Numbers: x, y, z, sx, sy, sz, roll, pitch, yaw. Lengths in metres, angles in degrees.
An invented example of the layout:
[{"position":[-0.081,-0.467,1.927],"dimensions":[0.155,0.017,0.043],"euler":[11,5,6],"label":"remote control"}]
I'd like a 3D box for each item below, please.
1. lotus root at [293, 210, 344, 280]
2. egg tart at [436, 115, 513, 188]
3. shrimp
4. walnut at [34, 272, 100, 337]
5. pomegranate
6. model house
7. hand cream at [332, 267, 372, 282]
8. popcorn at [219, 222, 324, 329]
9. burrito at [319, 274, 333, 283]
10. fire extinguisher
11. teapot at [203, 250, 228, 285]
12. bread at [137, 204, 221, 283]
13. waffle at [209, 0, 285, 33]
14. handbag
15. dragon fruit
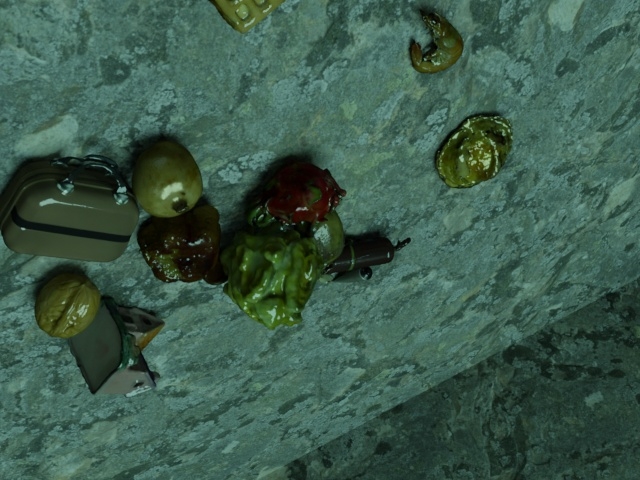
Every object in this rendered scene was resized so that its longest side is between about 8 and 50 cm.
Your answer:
[{"position":[0.001,-0.002,2.108],"dimensions":[0.154,0.154,0.278],"euler":[-21,129,-14],"label":"lotus root"},{"position":[0.516,-0.273,2.203],"dimensions":[0.297,0.132,0.297],"euler":[-16,137,-16],"label":"egg tart"},{"position":[0.300,-0.524,1.789],"dimensions":[0.150,0.068,0.248],"euler":[-31,150,8],"label":"shrimp"},{"position":[-0.684,0.175,1.830],"dimensions":[0.159,0.159,0.206],"euler":[13,131,-45],"label":"walnut"},{"position":[-0.367,-0.137,1.643],"dimensions":[0.196,0.196,0.196],"euler":[-20,143,-16],"label":"pomegranate"},{"position":[-0.576,0.323,2.025],"dimensions":[0.202,0.237,0.237],"euler":[-50,146,14],"label":"model house"},{"position":[0.121,0.127,2.403],"dimensions":[0.087,0.054,0.186],"euler":[-6,170,-32],"label":"hand cream"},{"position":[-0.142,0.101,1.948],"dimensions":[0.312,0.312,0.312],"euler":[-20,143,-16],"label":"popcorn"},{"position":[-0.017,0.113,2.344],"dimensions":[0.045,0.041,0.185],"euler":[-1,161,34],"label":"burrito"},{"position":[0.142,0.039,2.301],"dimensions":[0.341,0.105,0.141],"euler":[-10,165,-23],"label":"fire extinguisher"},{"position":[-0.315,0.083,2.063],"dimensions":[0.098,0.078,0.129],"euler":[40,111,-9],"label":"teapot"},{"position":[-0.386,0.014,1.869],"dimensions":[0.232,0.135,0.246],"euler":[-2,139,-16],"label":"bread"},{"position":[-0.172,-0.585,1.338],"dimensions":[0.224,0.098,0.328],"euler":[-35,147,7],"label":"waffle"},{"position":[-0.576,-0.086,1.600],"dimensions":[0.302,0.149,0.283],"euler":[13,124,-42],"label":"handbag"},{"position":[-0.070,-0.105,1.907],"dimensions":[0.200,0.198,0.269],"euler":[41,107,-9],"label":"dragon fruit"}]
